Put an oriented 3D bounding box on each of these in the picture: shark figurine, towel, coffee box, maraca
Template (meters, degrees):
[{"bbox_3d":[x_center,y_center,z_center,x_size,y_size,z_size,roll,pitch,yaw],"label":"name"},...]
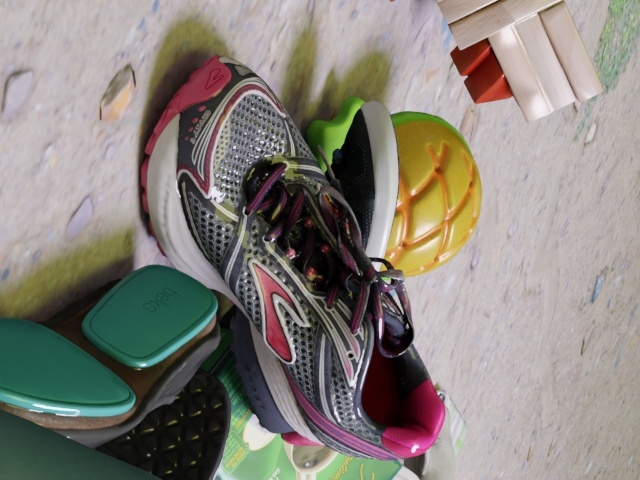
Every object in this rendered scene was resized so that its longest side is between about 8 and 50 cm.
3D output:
[{"bbox_3d":[0.054,0.226,1.709,0.278,0.116,0.166,-25,100,-74],"label":"shark figurine"},{"bbox_3d":[0.114,0.215,1.957,0.113,0.023,0.152,-64,160,-10],"label":"towel"},{"bbox_3d":[-0.029,0.136,1.331,0.113,0.040,0.184,-52,128,-19],"label":"coffee box"},{"bbox_3d":[0.046,-0.036,1.410,0.186,0.099,0.127,20,94,-46],"label":"maraca"}]

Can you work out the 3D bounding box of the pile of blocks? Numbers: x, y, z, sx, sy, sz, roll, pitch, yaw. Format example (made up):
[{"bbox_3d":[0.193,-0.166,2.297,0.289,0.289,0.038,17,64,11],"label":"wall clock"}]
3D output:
[{"bbox_3d":[0.091,-0.207,1.374,0.113,0.149,0.362,-26,147,6],"label":"pile of blocks"}]

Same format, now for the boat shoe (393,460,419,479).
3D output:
[{"bbox_3d":[-0.016,0.145,1.437,0.254,0.079,0.095,33,90,-49],"label":"boat shoe"}]

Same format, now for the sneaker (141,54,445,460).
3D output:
[{"bbox_3d":[-0.007,0.012,1.206,0.121,0.112,0.299,-50,131,-28],"label":"sneaker"}]

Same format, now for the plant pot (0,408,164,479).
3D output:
[{"bbox_3d":[-0.190,0.177,0.737,0.293,0.293,0.235,-64,145,-14],"label":"plant pot"}]

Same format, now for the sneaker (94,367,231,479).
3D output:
[{"bbox_3d":[-0.134,0.182,1.217,0.234,0.084,0.097,-62,-176,-16],"label":"sneaker"}]

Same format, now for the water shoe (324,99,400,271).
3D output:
[{"bbox_3d":[0.000,0.000,1.326,0.073,0.080,0.203,-103,-158,-61],"label":"water shoe"}]

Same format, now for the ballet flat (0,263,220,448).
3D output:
[{"bbox_3d":[-0.134,0.086,1.063,0.096,0.095,0.280,-62,163,18],"label":"ballet flat"}]
